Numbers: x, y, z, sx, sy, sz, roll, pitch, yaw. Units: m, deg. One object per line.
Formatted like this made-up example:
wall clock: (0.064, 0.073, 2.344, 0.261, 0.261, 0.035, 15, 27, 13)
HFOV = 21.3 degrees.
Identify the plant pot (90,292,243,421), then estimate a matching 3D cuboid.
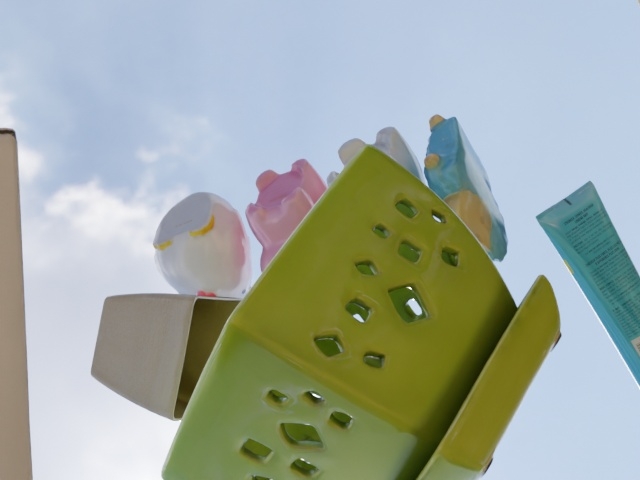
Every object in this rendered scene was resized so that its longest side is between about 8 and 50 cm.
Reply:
plant pot: (-0.140, 0.095, 1.504, 0.109, 0.096, 0.109, 9, -89, -69)

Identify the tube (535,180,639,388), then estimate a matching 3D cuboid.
tube: (0.289, 0.048, 1.670, 0.080, 0.052, 0.207, -33, -84, -35)

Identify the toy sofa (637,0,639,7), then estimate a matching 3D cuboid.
toy sofa: (0.229, -0.322, 1.676, 0.177, 0.362, 0.150, -38, -52, -7)

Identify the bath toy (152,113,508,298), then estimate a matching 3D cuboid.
bath toy: (0.000, 0.000, 1.620, 0.129, 0.348, 0.151, 56, -146, -31)

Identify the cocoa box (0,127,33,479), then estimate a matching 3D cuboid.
cocoa box: (-0.304, 0.110, 1.067, 0.228, 0.231, 0.347, -3, -89, -15)

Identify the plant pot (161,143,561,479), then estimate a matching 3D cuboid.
plant pot: (0.040, 0.105, 1.284, 0.207, 0.227, 0.228, 31, -131, 5)
